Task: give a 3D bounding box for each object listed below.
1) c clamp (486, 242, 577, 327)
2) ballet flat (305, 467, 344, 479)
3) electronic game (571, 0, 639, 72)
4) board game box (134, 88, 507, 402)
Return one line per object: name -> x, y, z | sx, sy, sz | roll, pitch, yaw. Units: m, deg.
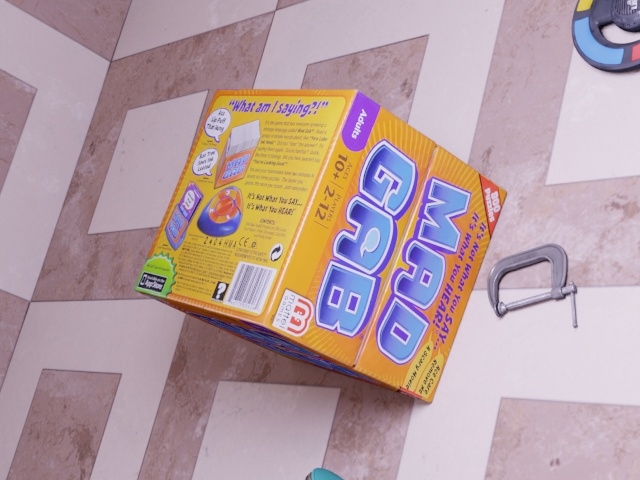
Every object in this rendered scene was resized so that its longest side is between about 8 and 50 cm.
c clamp -> 0.305, 0.070, 1.659 | 0.160, 0.022, 0.137 | -15, 58, 43
ballet flat -> 0.049, 0.441, 1.672 | 0.280, 0.095, 0.096 | 33, 106, 52
electronic game -> 0.475, -0.356, 1.704 | 0.229, 0.048, 0.229 | -27, 49, 36
board game box -> 0.000, 0.000, 1.777 | 0.356, 0.356, 0.356 | 10, 76, 51
